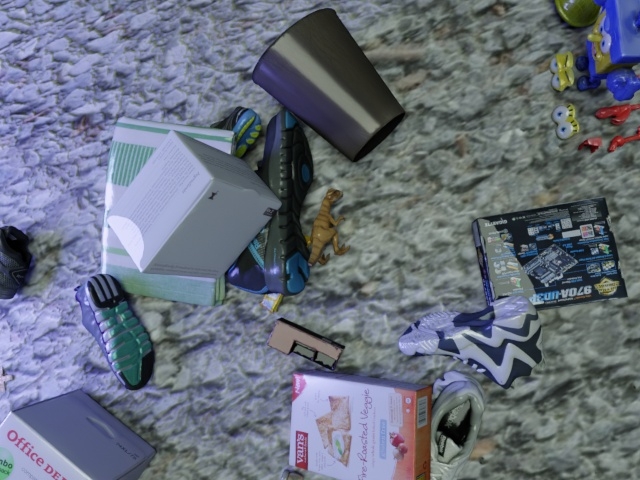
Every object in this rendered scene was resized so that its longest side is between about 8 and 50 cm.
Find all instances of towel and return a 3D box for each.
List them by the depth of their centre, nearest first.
[{"bbox_3d":[-0.279,-0.051,0.926,0.248,0.038,0.324,9,101,8],"label":"towel"}]

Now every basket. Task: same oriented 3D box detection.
[{"bbox_3d":[0.030,-0.265,0.900,0.204,0.154,0.227,-41,86,-21],"label":"basket"}]

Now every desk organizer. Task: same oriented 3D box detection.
[{"bbox_3d":[-0.026,0.188,0.902,0.130,0.047,0.050,23,89,8],"label":"desk organizer"}]

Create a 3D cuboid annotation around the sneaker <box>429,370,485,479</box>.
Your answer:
[{"bbox_3d":[0.184,0.357,0.825,0.110,0.118,0.292,24,88,7],"label":"sneaker"}]

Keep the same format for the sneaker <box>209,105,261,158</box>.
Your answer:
[{"bbox_3d":[-0.188,-0.175,0.960,0.188,0.067,0.078,-49,49,7],"label":"sneaker"}]

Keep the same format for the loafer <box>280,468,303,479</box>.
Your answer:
[{"bbox_3d":[-0.063,0.466,0.876,0.039,0.045,0.125,15,82,1],"label":"loafer"}]

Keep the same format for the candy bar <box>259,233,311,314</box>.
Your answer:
[{"bbox_3d":[-0.064,0.059,0.935,0.040,0.018,0.161,25,87,12],"label":"candy bar"}]

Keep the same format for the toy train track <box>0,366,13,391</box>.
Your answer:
[{"bbox_3d":[-0.636,0.273,0.974,0.083,0.014,0.048,-13,82,5],"label":"toy train track"}]

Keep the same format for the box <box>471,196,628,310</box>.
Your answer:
[{"bbox_3d":[0.391,0.029,0.873,0.220,0.051,0.175,-10,83,5],"label":"box"}]

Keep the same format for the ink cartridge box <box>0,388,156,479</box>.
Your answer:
[{"bbox_3d":[-0.462,0.430,0.844,0.198,0.197,0.270,34,88,8],"label":"ink cartridge box"}]

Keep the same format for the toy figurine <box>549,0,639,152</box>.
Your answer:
[{"bbox_3d":[0.507,-0.347,0.821,0.191,0.217,0.362,0,84,6],"label":"toy figurine"}]

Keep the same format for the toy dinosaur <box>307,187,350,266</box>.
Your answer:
[{"bbox_3d":[0.000,0.000,0.883,0.064,0.112,0.211,-8,45,23],"label":"toy dinosaur"}]

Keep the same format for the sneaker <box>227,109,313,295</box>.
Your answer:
[{"bbox_3d":[-0.097,-0.072,0.902,0.140,0.125,0.340,-3,74,25],"label":"sneaker"}]

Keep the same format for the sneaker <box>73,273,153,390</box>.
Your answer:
[{"bbox_3d":[-0.388,0.174,0.943,0.098,0.083,0.223,-21,90,38],"label":"sneaker"}]

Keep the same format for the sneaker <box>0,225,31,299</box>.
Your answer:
[{"bbox_3d":[-0.657,0.002,0.975,0.228,0.087,0.130,32,86,6],"label":"sneaker"}]

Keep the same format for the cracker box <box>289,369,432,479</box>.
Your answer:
[{"bbox_3d":[0.060,0.303,0.820,0.232,0.067,0.155,-3,82,35],"label":"cracker box"}]

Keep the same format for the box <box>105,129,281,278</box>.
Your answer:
[{"bbox_3d":[-0.191,-0.046,0.786,0.182,0.181,0.119,-48,65,13],"label":"box"}]

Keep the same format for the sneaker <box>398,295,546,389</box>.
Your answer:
[{"bbox_3d":[0.260,0.193,0.845,0.235,0.094,0.153,-22,104,22],"label":"sneaker"}]
